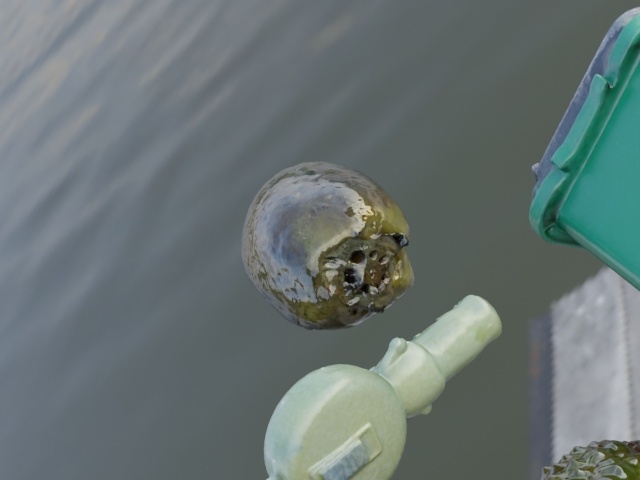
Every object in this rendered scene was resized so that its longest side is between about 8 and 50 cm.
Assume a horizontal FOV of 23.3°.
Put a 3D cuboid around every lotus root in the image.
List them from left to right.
[{"bbox_3d":[0.000,0.000,1.599,0.160,0.152,0.275,-23,12,-11],"label":"lotus root"}]

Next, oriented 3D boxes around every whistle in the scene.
[{"bbox_3d":[0.051,0.137,1.289,0.258,0.126,0.067,-38,37,-22],"label":"whistle"}]

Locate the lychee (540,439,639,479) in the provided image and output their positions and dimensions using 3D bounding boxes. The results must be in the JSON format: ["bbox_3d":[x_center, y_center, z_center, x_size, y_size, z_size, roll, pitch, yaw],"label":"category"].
[{"bbox_3d":[0.305,0.309,1.459,0.320,0.270,0.270,-24,38,30],"label":"lychee"}]

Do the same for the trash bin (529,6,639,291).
[{"bbox_3d":[0.411,-0.041,1.440,0.381,0.259,0.295,52,124,48],"label":"trash bin"}]
